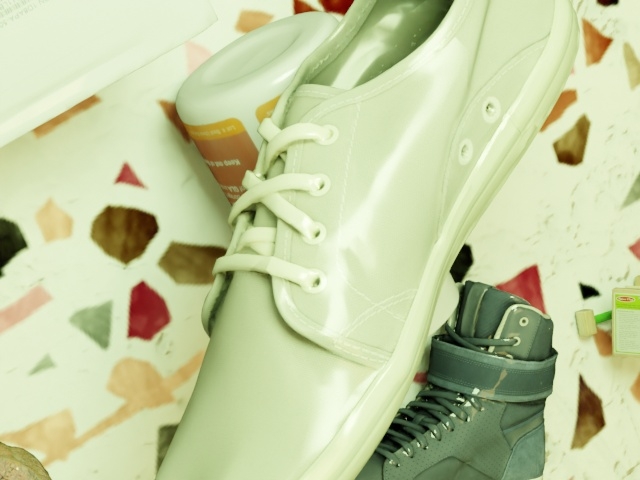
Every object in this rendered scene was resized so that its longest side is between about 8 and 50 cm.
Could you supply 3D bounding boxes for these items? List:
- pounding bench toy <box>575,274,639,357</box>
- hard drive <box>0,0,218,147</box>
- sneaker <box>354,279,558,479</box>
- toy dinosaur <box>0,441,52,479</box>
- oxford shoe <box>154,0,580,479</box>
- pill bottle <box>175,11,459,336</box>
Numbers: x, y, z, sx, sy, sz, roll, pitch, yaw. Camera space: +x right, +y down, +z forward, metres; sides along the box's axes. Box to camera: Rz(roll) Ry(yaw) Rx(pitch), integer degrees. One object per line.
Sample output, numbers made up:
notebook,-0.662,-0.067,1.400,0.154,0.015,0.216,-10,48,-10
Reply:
pounding bench toy,0.242,0.056,1.513,0.065,0.083,0.052,-21,111,-61
hard drive,-0.210,-0.201,1.060,0.210,0.040,0.318,-31,123,-9
sneaker,0.074,0.110,1.384,0.226,0.086,0.163,-3,107,-41
toy dinosaur,-0.168,0.186,1.188,0.296,0.200,0.127,42,73,-27
oxford shoe,0.000,0.000,1.154,0.130,0.169,0.449,40,68,-30
pill bottle,0.005,-0.032,1.318,0.121,0.121,0.216,-38,113,-22
